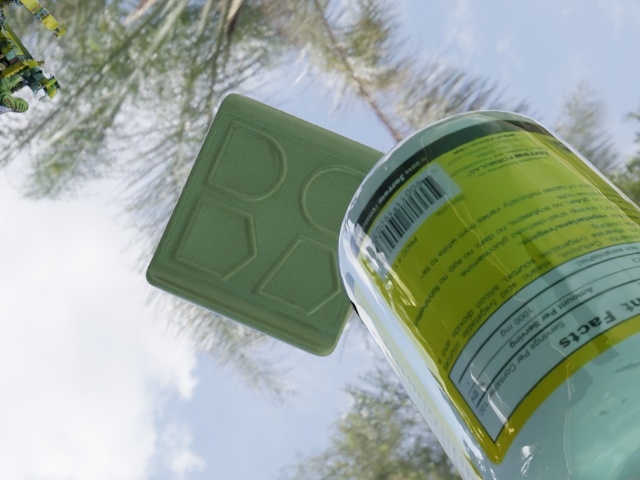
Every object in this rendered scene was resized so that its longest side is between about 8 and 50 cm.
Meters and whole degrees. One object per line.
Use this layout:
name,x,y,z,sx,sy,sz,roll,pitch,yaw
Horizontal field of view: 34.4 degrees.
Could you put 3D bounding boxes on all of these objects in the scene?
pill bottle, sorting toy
pill bottle,0.153,0.076,0.609,0.188,0.188,0.334,9,-150,-31
sorting toy,0.000,0.000,1.077,0.307,0.041,0.229,23,-101,3

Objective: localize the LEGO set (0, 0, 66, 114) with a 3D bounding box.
LEGO set,-0.367,-0.147,1.076,0.255,0.331,0.192,-35,-94,-26
